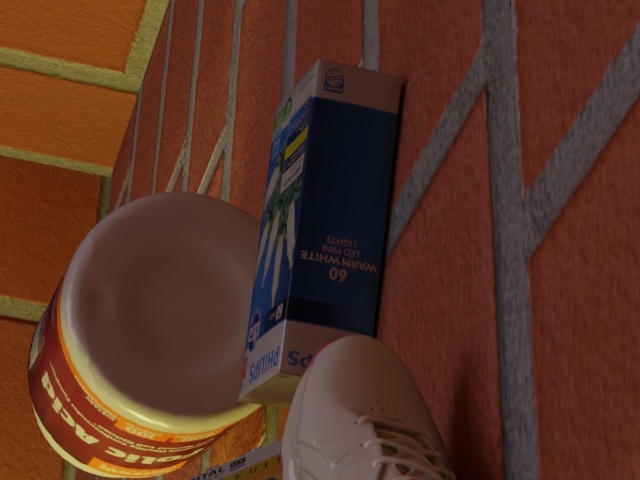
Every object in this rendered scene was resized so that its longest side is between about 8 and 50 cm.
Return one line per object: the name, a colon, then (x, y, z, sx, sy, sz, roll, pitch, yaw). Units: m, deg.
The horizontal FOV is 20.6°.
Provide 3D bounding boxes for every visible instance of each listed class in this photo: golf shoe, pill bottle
golf shoe: (0.055, 0.168, 1.012, 0.140, 0.115, 0.306, -55, 34, 43)
pill bottle: (-0.170, 0.113, 1.741, 0.392, 0.224, 0.224, 133, 146, -67)

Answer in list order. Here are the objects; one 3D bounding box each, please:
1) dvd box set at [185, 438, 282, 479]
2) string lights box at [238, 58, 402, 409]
dvd box set: (-0.120, 0.294, 1.131, 0.307, 0.062, 0.420, -25, 20, 17)
string lights box: (0.000, 0.000, 1.428, 0.133, 0.077, 0.259, 138, 141, -67)
